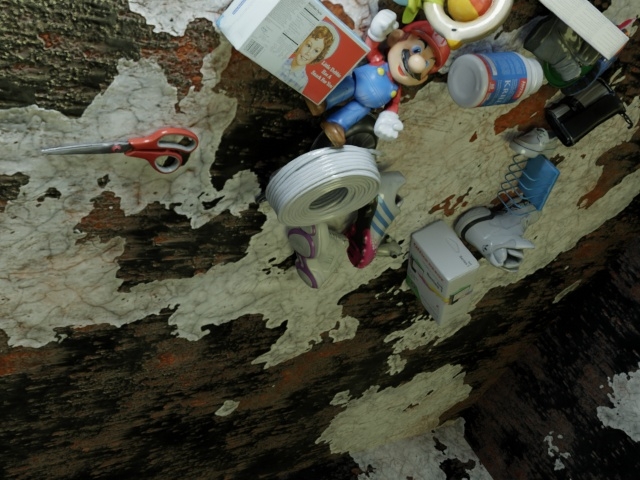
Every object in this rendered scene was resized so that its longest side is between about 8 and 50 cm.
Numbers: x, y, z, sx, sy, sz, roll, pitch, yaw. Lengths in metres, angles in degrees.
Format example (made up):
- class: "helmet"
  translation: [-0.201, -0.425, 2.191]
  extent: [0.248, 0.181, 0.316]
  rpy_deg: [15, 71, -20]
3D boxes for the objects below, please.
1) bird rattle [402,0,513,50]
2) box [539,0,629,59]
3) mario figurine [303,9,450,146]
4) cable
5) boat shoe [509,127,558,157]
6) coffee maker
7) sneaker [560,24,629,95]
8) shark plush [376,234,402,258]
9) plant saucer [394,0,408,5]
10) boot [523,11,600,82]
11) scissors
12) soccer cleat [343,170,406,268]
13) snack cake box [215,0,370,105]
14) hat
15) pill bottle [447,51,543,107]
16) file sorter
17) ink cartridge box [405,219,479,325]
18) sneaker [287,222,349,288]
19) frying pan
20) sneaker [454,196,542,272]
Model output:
- class: "bird rattle"
  translation: [0.268, -0.465, 1.345]
  extent: [0.253, 0.207, 0.143]
  rpy_deg: [-28, 168, 7]
- class: "box"
  translation: [0.539, -0.513, 1.595]
  extent: [0.324, 0.063, 0.067]
  rpy_deg: [27, 118, -26]
- class: "mario figurine"
  translation: [0.128, -0.328, 1.485]
  extent: [0.320, 0.170, 0.198]
  rpy_deg: [-36, 152, 5]
- class: "cable"
  translation: [0.009, -0.117, 1.639]
  extent: [0.257, 0.089, 0.257]
  rpy_deg: [-35, 157, 31]
- class: "boat shoe"
  translation: [0.617, -0.291, 2.108]
  extent: [0.226, 0.083, 0.076]
  rpy_deg: [-13, 133, -51]
- class: "coffee maker"
  translation: [0.753, -0.343, 2.059]
  extent: [0.178, 0.171, 0.120]
  rpy_deg: [-37, 156, 5]
- class: "sneaker"
  translation: [0.740, -0.471, 1.966]
  extent: [0.221, 0.083, 0.087]
  rpy_deg: [-43, 157, 20]
- class: "shark plush"
  translation: [0.202, 0.025, 2.181]
  extent: [0.067, 0.073, 0.161]
  rpy_deg: [-26, 175, 23]
- class: "plant saucer"
  translation: [0.194, -0.539, 1.385]
  extent: [0.195, 0.037, 0.195]
  rpy_deg: [-25, 147, -17]
- class: "boot"
  translation: [0.608, -0.501, 1.709]
  extent: [0.246, 0.161, 0.083]
  rpy_deg: [-53, -173, 36]
- class: "scissors"
  translation: [-0.362, -0.182, 1.364]
  extent: [0.297, 0.021, 0.109]
  rpy_deg: [6, 133, -46]
- class: "soccer cleat"
  translation: [0.152, -0.049, 1.938]
  extent: [0.143, 0.116, 0.331]
  rpy_deg: [-20, 146, -23]
- class: "snack cake box"
  translation: [-0.043, -0.372, 1.338]
  extent: [0.152, 0.089, 0.264]
  rpy_deg: [-46, 148, 14]
- class: "hat"
  translation: [0.672, -0.441, 1.804]
  extent: [0.173, 0.183, 0.208]
  rpy_deg: [-46, 133, 3]
- class: "pill bottle"
  translation: [0.419, -0.382, 1.732]
  extent: [0.221, 0.124, 0.124]
  rpy_deg: [-13, 143, -32]
- class: "file sorter"
  translation: [0.624, -0.174, 2.224]
  extent: [0.104, 0.118, 0.170]
  rpy_deg: [-17, 145, -20]
- class: "ink cartridge box"
  translation: [0.372, 0.103, 2.275]
  extent: [0.117, 0.201, 0.278]
  rpy_deg: [-26, 148, -15]
- class: "sneaker"
  translation: [0.000, 0.000, 1.896]
  extent: [0.152, 0.114, 0.305]
  rpy_deg: [-39, 156, -20]
- class: "frying pan"
  translation: [0.006, -0.191, 1.678]
  extent: [0.326, 0.053, 0.197]
  rpy_deg: [-24, 147, -24]
- class: "sneaker"
  translation: [0.616, -0.015, 2.339]
  extent: [0.366, 0.210, 0.137]
  rpy_deg: [-11, 142, -34]
